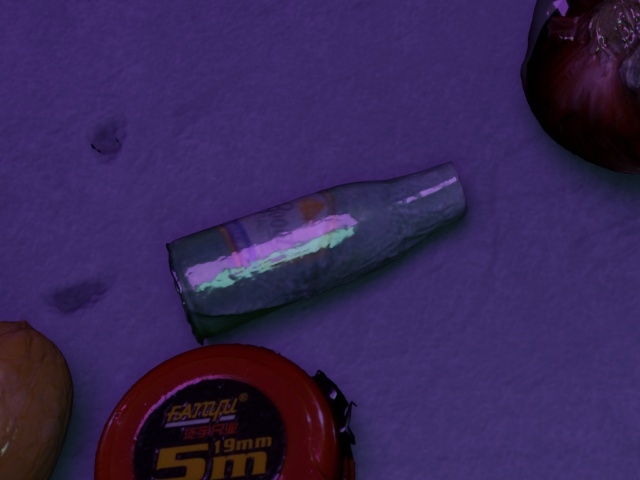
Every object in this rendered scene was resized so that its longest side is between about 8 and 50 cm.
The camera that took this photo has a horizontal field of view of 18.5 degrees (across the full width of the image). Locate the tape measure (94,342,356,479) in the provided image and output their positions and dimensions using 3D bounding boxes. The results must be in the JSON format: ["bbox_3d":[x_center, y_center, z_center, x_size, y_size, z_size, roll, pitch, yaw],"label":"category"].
[{"bbox_3d":[-0.078,0.220,1.779,0.253,0.114,0.260,-7,58,11],"label":"tape measure"}]

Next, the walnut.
[{"bbox_3d":[-0.315,0.171,1.844,0.159,0.159,0.206,15,73,21],"label":"walnut"}]

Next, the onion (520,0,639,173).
[{"bbox_3d":[0.327,-0.177,1.861,0.272,0.195,0.272,-35,39,34],"label":"onion"}]

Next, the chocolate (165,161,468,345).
[{"bbox_3d":[0.000,0.000,1.883,0.291,0.110,0.110,-21,60,1],"label":"chocolate"}]
